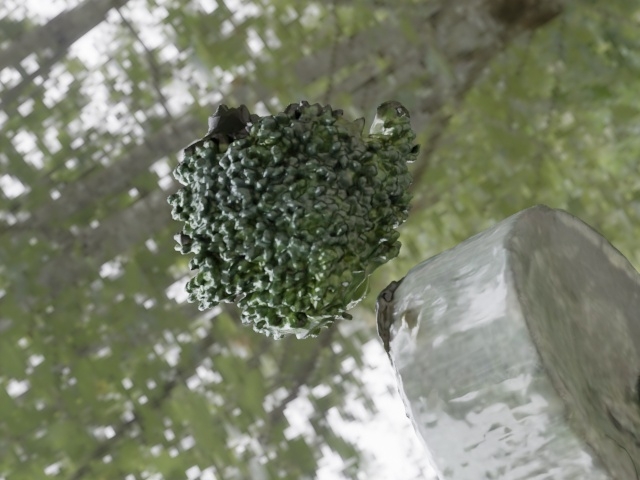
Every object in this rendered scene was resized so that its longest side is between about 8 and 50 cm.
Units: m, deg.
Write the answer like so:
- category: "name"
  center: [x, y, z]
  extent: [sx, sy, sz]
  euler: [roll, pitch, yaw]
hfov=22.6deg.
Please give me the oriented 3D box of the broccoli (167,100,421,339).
- category: "broccoli"
  center: [-0.002, 0.000, 0.833]
  extent: [0.204, 0.118, 0.122]
  euler: [55, -141, -71]

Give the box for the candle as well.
- category: "candle"
  center: [0.108, 0.083, 0.572]
  extent: [0.192, 0.068, 0.168]
  euler: [27, -136, -35]
